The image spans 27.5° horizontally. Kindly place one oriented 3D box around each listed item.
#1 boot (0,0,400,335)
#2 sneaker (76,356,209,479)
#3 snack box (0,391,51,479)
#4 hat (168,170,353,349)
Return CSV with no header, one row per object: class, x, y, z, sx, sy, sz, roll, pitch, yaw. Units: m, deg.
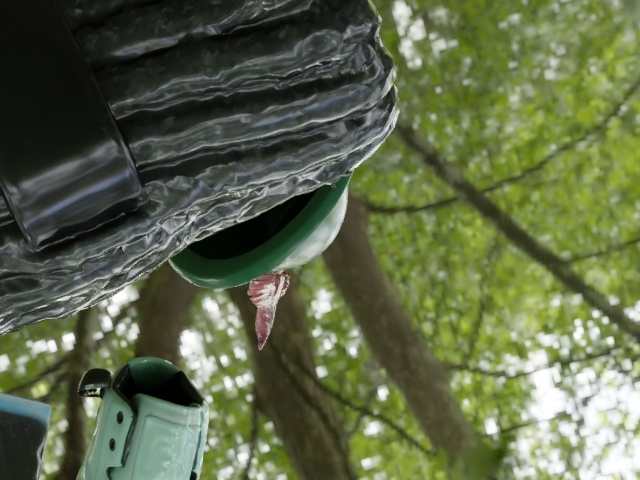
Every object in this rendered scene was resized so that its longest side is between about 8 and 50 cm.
boot,-0.167,-0.101,0.415,0.260,0.348,0.131,-37,170,-7
sneaker,-0.112,0.180,0.793,0.094,0.151,0.256,7,-149,-18
snack box,-0.225,0.251,0.736,0.060,0.322,0.187,13,164,-20
hat,0.000,0.000,0.972,0.173,0.183,0.208,-55,-143,-8
